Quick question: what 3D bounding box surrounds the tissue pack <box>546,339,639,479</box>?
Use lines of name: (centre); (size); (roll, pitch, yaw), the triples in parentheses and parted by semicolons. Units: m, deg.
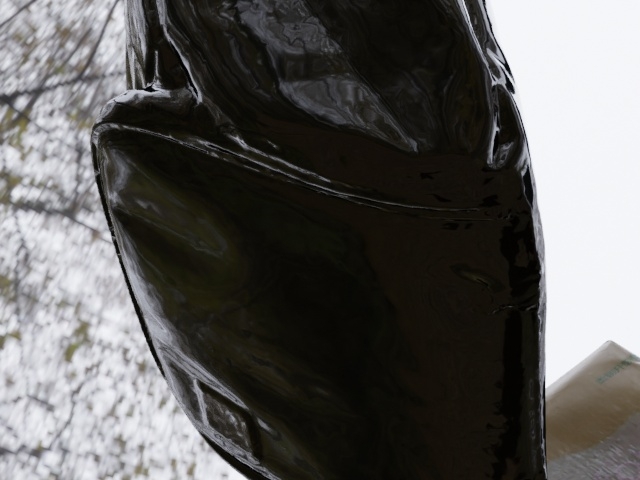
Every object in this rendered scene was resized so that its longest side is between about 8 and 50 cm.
tissue pack: (0.191, 0.184, 1.187); (0.222, 0.186, 0.090); (-32, -55, -17)

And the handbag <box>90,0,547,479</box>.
handbag: (-0.003, 0.000, 0.755); (0.178, 0.275, 0.302); (-8, -44, 0)
